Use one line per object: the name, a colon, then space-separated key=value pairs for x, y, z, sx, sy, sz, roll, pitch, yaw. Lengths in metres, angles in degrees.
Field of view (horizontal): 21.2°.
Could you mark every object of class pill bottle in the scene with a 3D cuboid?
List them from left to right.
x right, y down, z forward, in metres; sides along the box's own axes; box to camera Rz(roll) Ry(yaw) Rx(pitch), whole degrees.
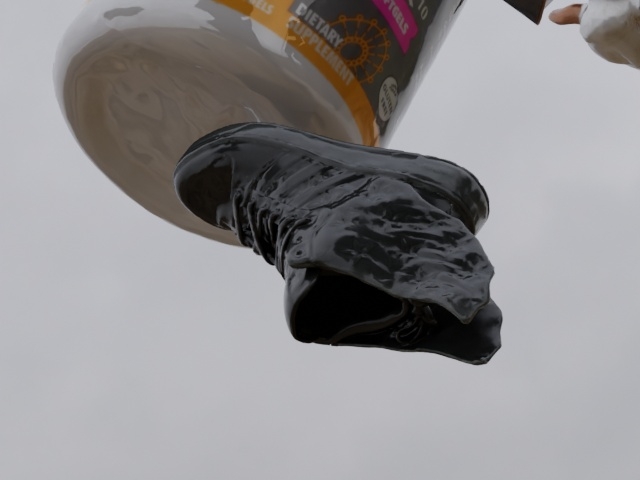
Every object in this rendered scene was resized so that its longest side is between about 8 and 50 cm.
pill bottle: x=-0.004 y=-0.143 z=0.868 sx=0.162 sy=0.278 sz=0.162 roll=19 pitch=-34 yaw=14

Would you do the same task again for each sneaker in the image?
sneaker: x=0.000 y=0.002 z=0.676 sx=0.170 sy=0.089 sz=0.051 roll=8 pitch=-47 yaw=26

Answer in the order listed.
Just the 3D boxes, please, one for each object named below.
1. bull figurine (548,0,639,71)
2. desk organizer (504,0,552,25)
bull figurine: x=0.187 y=-0.259 z=1.170 sx=0.188 sy=0.310 sz=0.101 roll=-25 pitch=-12 yaw=-38
desk organizer: x=0.040 y=-0.136 z=0.567 sx=0.050 sy=0.130 sz=0.047 roll=-45 pitch=-18 yaw=-22
